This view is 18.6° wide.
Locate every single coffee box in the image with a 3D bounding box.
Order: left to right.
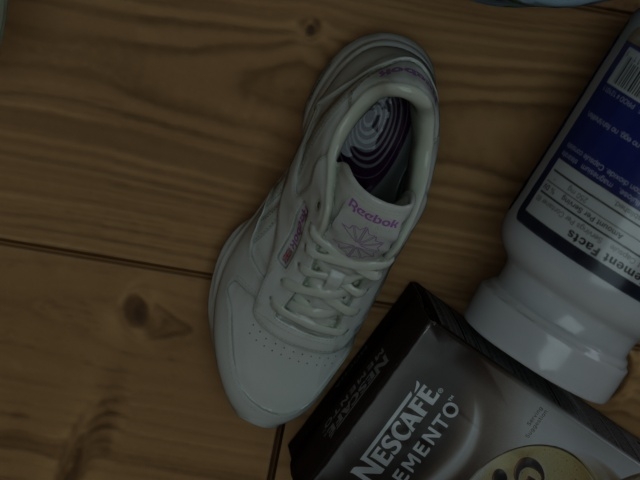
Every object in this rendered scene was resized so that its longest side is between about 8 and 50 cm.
[{"bbox_3d":[0.142,0.188,1.470,0.297,0.119,0.168,34,98,-12],"label":"coffee box"}]

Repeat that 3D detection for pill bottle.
[{"bbox_3d":[0.224,-0.023,1.412,0.153,0.153,0.265,31,99,-11],"label":"pill bottle"}]

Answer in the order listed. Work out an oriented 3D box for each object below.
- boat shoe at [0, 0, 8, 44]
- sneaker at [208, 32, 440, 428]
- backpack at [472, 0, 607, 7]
[{"bbox_3d":[-0.317,-0.334,1.249,0.156,0.187,0.500,-21,114,-21],"label":"boat shoe"},{"bbox_3d":[0.000,0.000,1.398,0.114,0.152,0.305,18,102,-11],"label":"sneaker"},{"bbox_3d":[0.206,-0.296,1.317,0.355,0.273,0.290,-36,107,-19],"label":"backpack"}]
